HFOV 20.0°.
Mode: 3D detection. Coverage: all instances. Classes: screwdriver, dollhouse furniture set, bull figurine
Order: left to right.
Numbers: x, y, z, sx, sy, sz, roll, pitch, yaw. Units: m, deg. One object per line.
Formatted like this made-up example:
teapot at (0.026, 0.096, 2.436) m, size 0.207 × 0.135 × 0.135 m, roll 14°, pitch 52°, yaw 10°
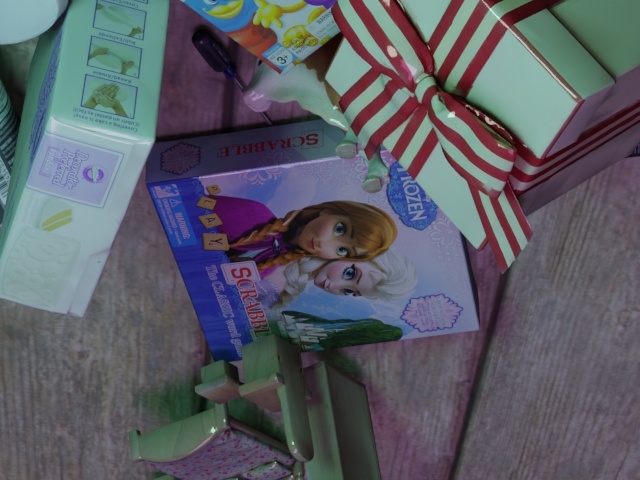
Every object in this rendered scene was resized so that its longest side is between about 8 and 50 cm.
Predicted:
dollhouse furniture set at (-0.117, 0.288, 2.176) m, size 0.355 × 0.174 × 0.303 m, roll -23°, pitch 149°, yaw 22°
screwdriver at (-0.084, -0.162, 1.873) m, size 0.024 × 0.025 × 0.170 m, roll -21°, pitch 142°, yaw 19°
bull figurine at (0.079, -0.140, 1.782) m, size 0.310 × 0.188 × 0.101 m, roll -4°, pitch 142°, yaw -4°

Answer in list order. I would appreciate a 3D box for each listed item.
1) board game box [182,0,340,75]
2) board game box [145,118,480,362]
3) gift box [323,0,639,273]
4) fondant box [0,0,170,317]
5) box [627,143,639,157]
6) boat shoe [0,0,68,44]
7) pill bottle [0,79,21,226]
board game box at (-0.084, -0.303, 1.627) m, size 0.142 × 0.144 × 0.275 m, roll -35°, pitch 128°, yaw 30°
board game box at (0.000, 0.000, 2.001) m, size 0.318 × 0.066 × 0.319 m, roll -8°, pitch 138°, yaw 8°
gift box at (0.170, -0.148, 1.596) m, size 0.258 × 0.255 × 0.276 m, roll -28°, pitch 155°, yaw -35°
fondant box at (-0.216, -0.131, 1.673) m, size 0.096 × 0.330 × 0.238 m, roll 14°, pitch 134°, yaw -15°
box at (0.289, -0.134, 1.892) m, size 0.162 × 0.029 × 0.116 m, roll -5°, pitch 136°, yaw 4°
boat shoe at (-0.333, -0.249, 1.644) m, size 0.301 × 0.102 × 0.108 m, roll 5°, pitch 131°, yaw 36°
pill bottle at (-0.377, -0.135, 1.799) m, size 0.130 × 0.130 × 0.246 m, roll -14°, pitch 122°, yaw 14°
